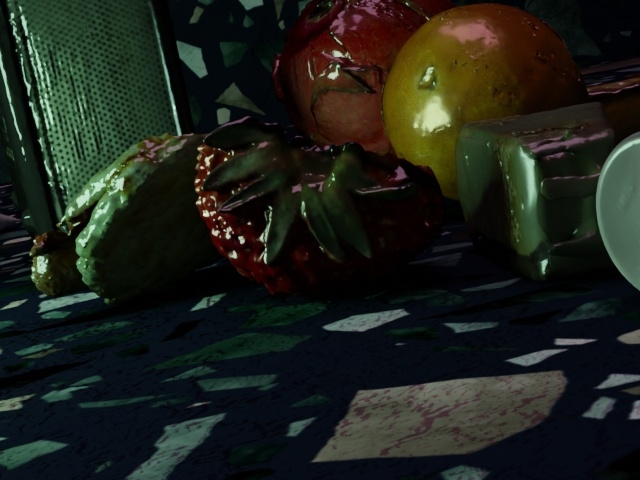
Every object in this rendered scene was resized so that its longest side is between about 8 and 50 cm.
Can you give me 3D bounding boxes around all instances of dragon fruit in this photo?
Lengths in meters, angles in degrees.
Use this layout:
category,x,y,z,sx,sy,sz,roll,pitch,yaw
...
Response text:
category,x,y,z,sx,sy,sz,roll,pitch,yaw
dragon fruit,0.087,-0.208,2.064,0.295,0.301,0.295,-34,33,26

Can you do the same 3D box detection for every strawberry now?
category,x,y,z,sx,sy,sz,roll,pitch,yaw
strawberry,0.000,0.000,1.428,0.233,0.138,0.306,8,-16,7

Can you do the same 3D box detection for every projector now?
category,x,y,z,sx,sy,sz,roll,pitch,yaw
projector,-0.319,-0.186,2.025,0.242,0.405,0.395,-14,9,-14

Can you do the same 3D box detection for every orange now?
category,x,y,z,sx,sy,sz,roll,pitch,yaw
orange,0.191,-0.158,1.790,0.240,0.240,0.240,-10,8,2

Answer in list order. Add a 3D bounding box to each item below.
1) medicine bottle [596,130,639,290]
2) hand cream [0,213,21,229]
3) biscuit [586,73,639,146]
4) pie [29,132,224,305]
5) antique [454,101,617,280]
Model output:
category,x,y,z,sx,sy,sz,roll,pitch,yaw
medicine bottle,0.338,-0.043,1.157,0.249,0.133,0.133,-15,9,-35
hand cream,-0.587,-0.022,2.459,0.133,0.083,0.248,-9,-3,9
biscuit,0.404,-0.169,2.050,0.296,0.102,0.296,-11,5,1
pie,-0.142,-0.031,1.566,0.274,0.105,0.257,-5,-32,-51
antique,0.206,-0.045,1.351,0.150,0.125,0.284,-11,8,2
